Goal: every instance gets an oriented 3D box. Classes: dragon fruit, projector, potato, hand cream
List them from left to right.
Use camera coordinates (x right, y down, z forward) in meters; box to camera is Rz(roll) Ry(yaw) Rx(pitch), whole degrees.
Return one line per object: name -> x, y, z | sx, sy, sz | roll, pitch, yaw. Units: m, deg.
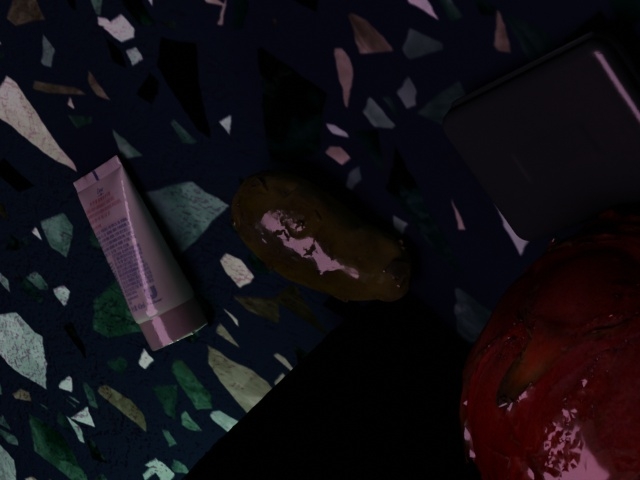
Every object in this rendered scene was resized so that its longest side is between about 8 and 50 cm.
hand cream -> -0.237, 0.017, 1.970 | 0.133, 0.083, 0.248 | -20, 97, 52
potato -> 0.000, 0.000, 1.685 | 0.225, 0.090, 0.117 | 29, 134, 14
projector -> 0.063, 0.329, 1.655 | 0.395, 0.405, 0.242 | 41, 145, 8
dragon fruit -> 0.272, 0.136, 1.362 | 0.295, 0.302, 0.295 | 28, -178, -1

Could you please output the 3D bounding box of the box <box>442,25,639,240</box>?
box -> 0.226, -0.094, 1.398 | 0.160, 0.050, 0.230 | 54, 144, -9
